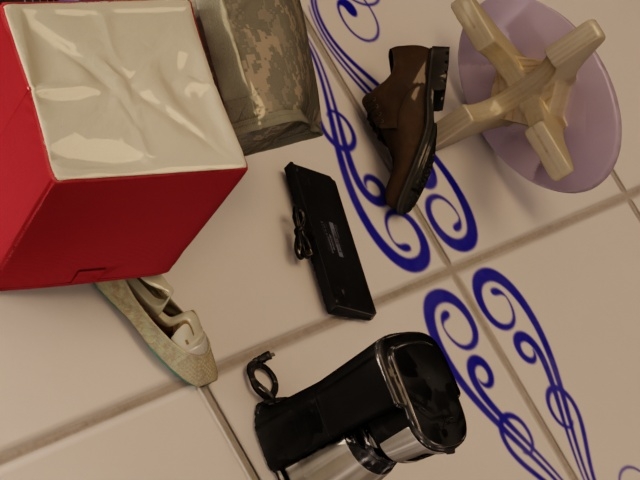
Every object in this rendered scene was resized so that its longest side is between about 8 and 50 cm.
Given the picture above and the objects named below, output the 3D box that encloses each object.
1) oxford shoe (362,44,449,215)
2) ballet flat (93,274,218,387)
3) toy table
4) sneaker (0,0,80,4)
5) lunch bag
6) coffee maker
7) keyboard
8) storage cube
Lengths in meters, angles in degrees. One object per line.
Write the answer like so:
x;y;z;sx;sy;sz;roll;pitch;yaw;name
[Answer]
0.092;-0.130;2.245;0.096;0.083;0.227;8;59;3;oxford shoe
-0.147;0.072;1.792;0.168;0.052;0.057;45;35;-14;ballet flat
0.250;-0.186;2.355;0.274;0.252;0.161;49;15;16;toy table
-0.278;-0.210;1.829;0.232;0.090;0.081;44;-6;-31;sneaker
-0.101;-0.201;1.849;0.287;0.169;0.235;22;54;-86;lunch bag
0.029;0.157;1.821;0.171;0.178;0.120;53;33;-3;coffee maker
0.000;0.000;2.060;0.108;0.023;0.180;17;48;-51;keyboard
-0.205;-0.084;1.685;0.215;0.193;0.183;-5;63;-32;storage cube
